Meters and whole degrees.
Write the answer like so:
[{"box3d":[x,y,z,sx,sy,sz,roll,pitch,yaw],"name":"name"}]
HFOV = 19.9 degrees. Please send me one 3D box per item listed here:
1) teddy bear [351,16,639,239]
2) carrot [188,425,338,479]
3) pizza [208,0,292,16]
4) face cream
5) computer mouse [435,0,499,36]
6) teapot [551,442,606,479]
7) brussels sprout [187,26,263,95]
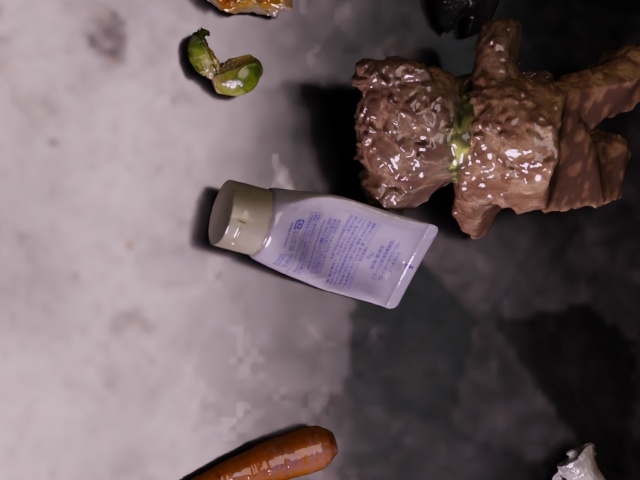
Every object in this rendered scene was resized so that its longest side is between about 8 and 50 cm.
[{"box3d":[0.188,-0.118,1.925,0.296,0.222,0.246,-26,131,-50],"name":"teddy bear"},{"box3d":[-0.081,0.238,1.852,0.216,0.048,0.048,-18,93,-16],"name":"carrot"},{"box3d":[-0.119,-0.319,1.857,0.127,0.058,0.246,-44,99,-16],"name":"pizza"},{"box3d":[0.000,0.000,1.877,0.224,0.070,0.114,15,123,-20],"name":"face cream"},{"box3d":[0.162,-0.287,1.967,0.079,0.047,0.135,12,85,-19],"name":"computer mouse"},{"box3d":[0.287,0.266,1.982,0.067,0.057,0.083,-22,89,9],"name":"teapot"},{"box3d":[-0.101,-0.179,1.868,0.083,0.046,0.051,29,81,-7],"name":"brussels sprout"}]
